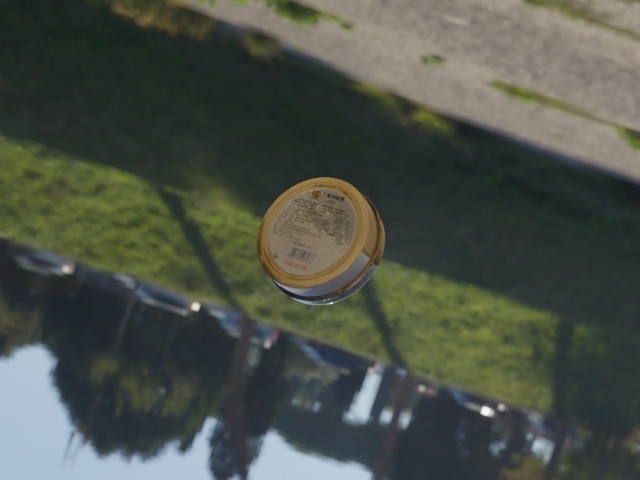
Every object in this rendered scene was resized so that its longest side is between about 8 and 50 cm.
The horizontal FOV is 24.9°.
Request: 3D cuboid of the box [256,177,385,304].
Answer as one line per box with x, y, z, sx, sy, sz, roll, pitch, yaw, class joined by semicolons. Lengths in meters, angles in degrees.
0.000;0.000;1.196;0.106;0.105;0.037;20;165;33;box
